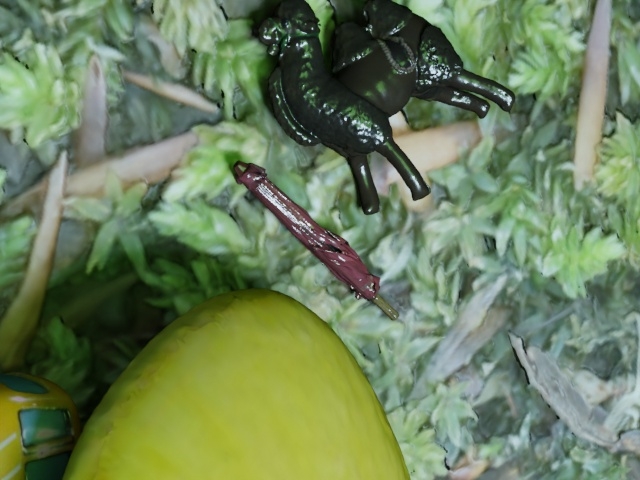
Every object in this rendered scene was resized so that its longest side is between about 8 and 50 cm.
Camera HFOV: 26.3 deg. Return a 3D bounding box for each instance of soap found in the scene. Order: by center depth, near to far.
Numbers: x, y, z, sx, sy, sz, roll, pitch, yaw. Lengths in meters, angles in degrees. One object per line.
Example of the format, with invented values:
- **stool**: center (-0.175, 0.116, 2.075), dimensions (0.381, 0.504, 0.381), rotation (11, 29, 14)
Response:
- **soap**: center (-0.025, 0.239, 0.837), dimensions (0.306, 0.115, 0.427), rotation (-42, 120, -43)

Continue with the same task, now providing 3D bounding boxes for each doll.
- **doll**: center (0.034, -0.107, 0.928), dimensions (0.139, 0.057, 0.165), rotation (-47, 107, -16)

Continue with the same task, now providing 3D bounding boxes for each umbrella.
- **umbrella**: center (0.000, 0.000, 0.928), dimensions (0.025, 0.027, 0.165), rotation (-43, 116, 8)

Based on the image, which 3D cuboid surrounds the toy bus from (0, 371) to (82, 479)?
- **toy bus**: center (-0.200, 0.172, 0.777), dimensions (0.136, 0.126, 0.209), rotation (-6, 95, -37)
